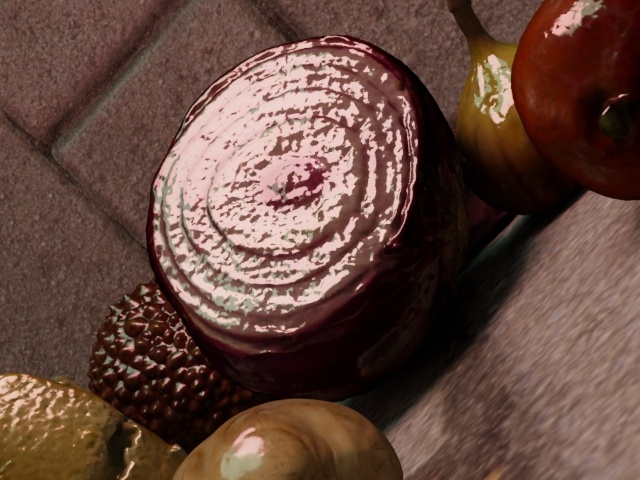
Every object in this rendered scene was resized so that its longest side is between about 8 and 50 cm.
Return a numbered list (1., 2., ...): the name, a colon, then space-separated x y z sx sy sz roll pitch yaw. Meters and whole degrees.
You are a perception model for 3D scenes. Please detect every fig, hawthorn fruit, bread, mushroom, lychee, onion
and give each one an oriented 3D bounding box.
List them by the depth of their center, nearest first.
1. mushroom: -0.021 0.157 0.607 0.148 0.148 0.112 -44 43 22
2. hawthorn fruit: 0.200 -0.108 0.658 0.169 0.169 0.188 -42 -6 39
3. bread: -0.148 0.190 0.697 0.186 0.257 0.124 -9 40 48
4. onion: 0.000 0.000 0.944 0.260 0.281 0.337 57 -150 -58
5. fig: 0.194 -0.140 0.947 0.143 0.231 0.160 5 25 29
6. lychee: -0.134 0.150 1.172 0.271 0.271 0.271 -45 3 3

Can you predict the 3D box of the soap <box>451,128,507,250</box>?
1. soap: 0.153 -0.052 1.140 0.289 0.112 0.182 -43 6 14
